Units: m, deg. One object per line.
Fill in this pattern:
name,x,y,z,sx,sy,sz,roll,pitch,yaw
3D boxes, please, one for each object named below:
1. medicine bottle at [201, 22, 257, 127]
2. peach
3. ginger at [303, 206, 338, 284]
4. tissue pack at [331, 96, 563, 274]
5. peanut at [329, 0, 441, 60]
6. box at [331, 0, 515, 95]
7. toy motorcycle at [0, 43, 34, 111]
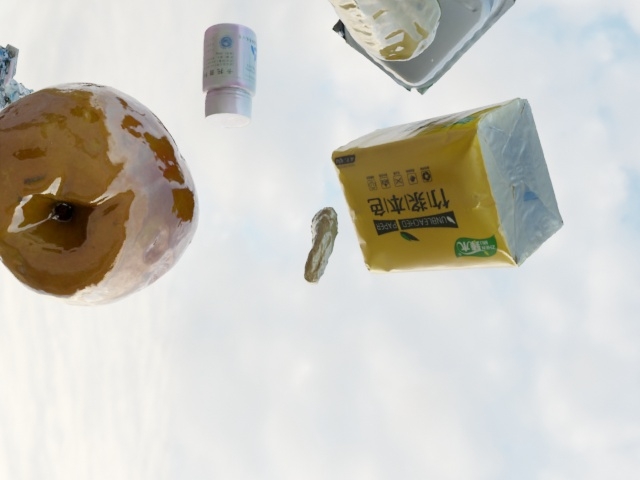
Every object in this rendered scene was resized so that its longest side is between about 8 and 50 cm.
medicine bottle,-0.246,-0.444,2.073,0.152,0.152,0.255,-13,-107,50
peach,-0.354,-0.075,1.172,0.343,0.342,0.302,-60,-176,24
ginger,0.001,-0.001,1.346,0.069,0.051,0.173,-51,-166,40
tissue pack,0.247,-0.099,1.548,0.381,0.228,0.293,-5,-72,45
peanut,0.078,-0.457,1.314,0.169,0.387,0.192,-38,-130,13
box,0.218,-0.461,1.592,0.336,0.264,0.106,-45,-160,33
toy motorcycle,-0.709,-0.336,1.737,0.108,0.204,0.239,41,-61,1
